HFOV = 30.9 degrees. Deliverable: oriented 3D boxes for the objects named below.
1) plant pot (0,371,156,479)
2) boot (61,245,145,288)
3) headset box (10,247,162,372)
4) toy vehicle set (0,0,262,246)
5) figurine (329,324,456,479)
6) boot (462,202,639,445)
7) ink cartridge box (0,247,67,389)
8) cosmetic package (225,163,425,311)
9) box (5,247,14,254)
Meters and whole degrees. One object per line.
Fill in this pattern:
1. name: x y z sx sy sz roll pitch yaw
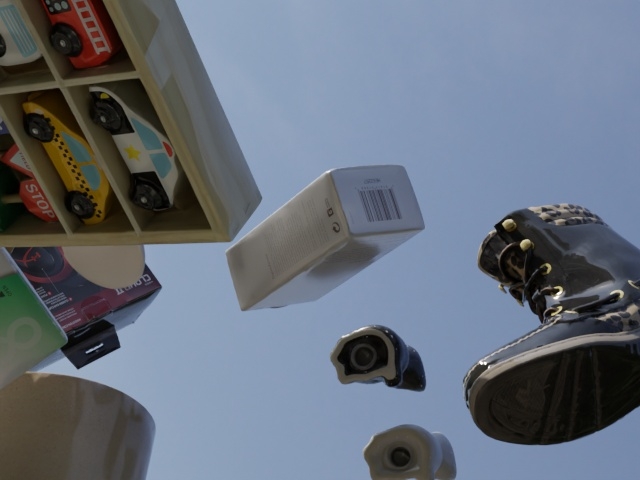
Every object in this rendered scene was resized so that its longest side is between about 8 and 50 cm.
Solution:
1. plant pot: -0.313 0.322 1.238 0.257 0.274 0.256 -1 -35 -1
2. boot: -0.198 -0.049 0.966 0.069 0.086 0.190 -15 -47 9
3. headset box: -0.368 0.034 1.515 0.293 0.218 0.110 53 -44 10
4. toy vehicle set: -0.149 -0.113 0.527 0.166 0.035 0.266 -2 -55 33
5. figurine: 0.114 0.226 1.527 0.092 0.214 0.209 -24 -17 16
6. boot: 0.281 0.085 1.387 0.284 0.378 0.138 46 -33 49
7. ink cartridge box: -0.356 0.085 0.996 0.056 0.225 0.181 38 -20 44
8. cosmetic package: 0.000 0.000 1.320 0.231 0.117 0.085 -33 -112 47
9. box: -0.316 -0.101 1.061 0.164 0.201 0.021 28 -6 -10
